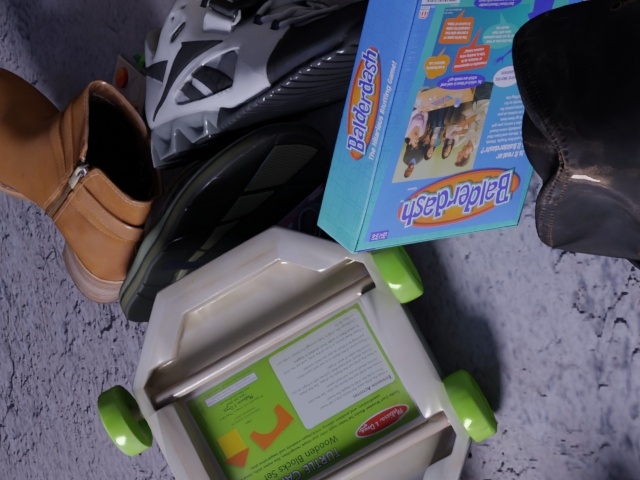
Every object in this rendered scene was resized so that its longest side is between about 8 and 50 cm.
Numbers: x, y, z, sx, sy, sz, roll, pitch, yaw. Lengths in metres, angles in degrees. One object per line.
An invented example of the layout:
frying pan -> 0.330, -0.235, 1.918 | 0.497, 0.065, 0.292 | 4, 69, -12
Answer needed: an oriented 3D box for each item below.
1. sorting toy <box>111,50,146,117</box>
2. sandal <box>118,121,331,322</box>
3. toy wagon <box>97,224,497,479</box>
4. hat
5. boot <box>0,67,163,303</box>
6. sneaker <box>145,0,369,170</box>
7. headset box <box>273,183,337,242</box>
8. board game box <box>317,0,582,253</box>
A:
sorting toy -> -0.183, -0.151, 1.605 | 0.062, 0.012, 0.083 | 44, 129, 38
sandal -> -0.101, -0.022, 1.453 | 0.303, 0.120, 0.086 | -43, 51, 47
toy wagon -> 0.000, 0.166, 1.285 | 0.267, 0.068, 0.344 | -30, 83, 9
hat -> 0.176, -0.068, 0.951 | 0.331, 0.133, 0.331 | 174, 90, -88
boot -> -0.243, -0.090, 1.576 | 0.283, 0.109, 0.220 | 61, 155, 16
sneaker -> -0.056, -0.162, 1.355 | 0.330, 0.122, 0.146 | -17, 86, 51
headset box -> 0.000, 0.000, 1.364 | 0.062, 0.032, 0.083 | -40, 51, 23
board game box -> 0.092, -0.101, 1.150 | 0.047, 0.160, 0.210 | 38, 125, 41
